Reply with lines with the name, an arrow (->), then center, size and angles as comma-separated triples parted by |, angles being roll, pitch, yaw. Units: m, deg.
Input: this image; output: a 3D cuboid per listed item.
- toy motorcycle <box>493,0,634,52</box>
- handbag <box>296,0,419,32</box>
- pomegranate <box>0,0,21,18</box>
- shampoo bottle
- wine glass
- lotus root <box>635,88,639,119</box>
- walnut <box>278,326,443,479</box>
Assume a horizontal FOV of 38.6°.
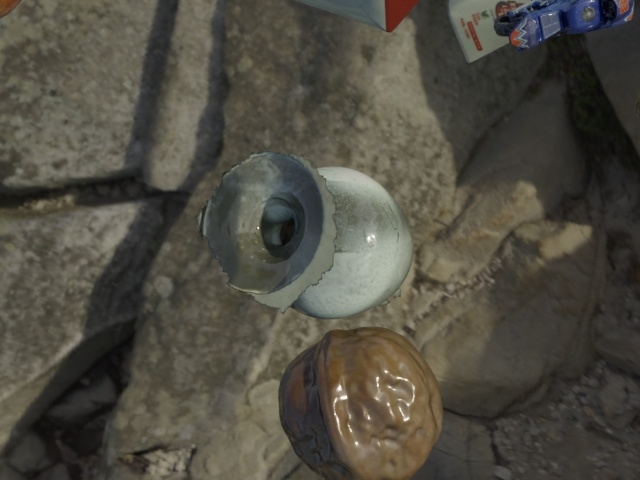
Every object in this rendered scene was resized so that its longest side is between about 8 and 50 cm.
toy motorcycle -> 0.332, -0.301, 1.199 | 0.205, 0.076, 0.114 | -16, 23, 0
handbag -> 0.086, -0.394, 1.074 | 0.171, 0.151, 0.298 | 25, 56, 24
pomegranate -> -0.440, -0.370, 1.067 | 0.229, 0.270, 0.252 | -20, 97, 30
shampoo bottle -> 0.400, -0.456, 1.797 | 0.284, 0.153, 0.071 | -13, 43, 25
wine glass -> 0.000, 0.000, 1.302 | 0.238, 0.323, 0.238 | -4, 83, 30
lotus root -> 0.606, -0.270, 1.502 | 0.183, 0.078, 0.203 | 2, 43, 48
walnut -> 0.061, 0.271, 1.481 | 0.273, 0.227, 0.273 | 24, 128, 34
